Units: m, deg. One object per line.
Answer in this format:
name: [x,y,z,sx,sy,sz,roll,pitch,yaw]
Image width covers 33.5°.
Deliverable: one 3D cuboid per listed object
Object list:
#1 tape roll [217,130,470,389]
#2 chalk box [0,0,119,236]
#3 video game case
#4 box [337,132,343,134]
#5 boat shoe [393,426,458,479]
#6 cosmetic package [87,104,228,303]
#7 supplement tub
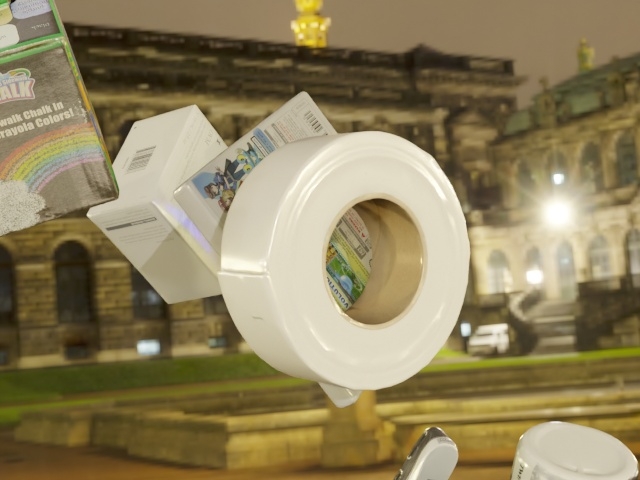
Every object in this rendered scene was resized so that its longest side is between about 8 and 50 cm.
tape roll: [0.031,0.022,1.186,0.286,0.286,0.100,-1,3,-37]
chalk box: [-0.253,-0.126,0.816,0.132,0.132,0.213,-19,-43,-9]
video game case: [0.000,0.000,1.353,0.036,0.329,0.300,-30,10,39]
box: [0.032,-0.052,1.838,0.127,0.261,0.231,19,7,43]
boat shoe: [0.150,0.408,1.766,0.080,0.228,0.076,17,18,-20]
cosmetic package: [-0.226,-0.057,1.738,0.138,0.224,0.224,-11,-47,30]
supplement tub: [0.414,0.503,1.837,0.207,0.337,0.207,7,21,-3]
